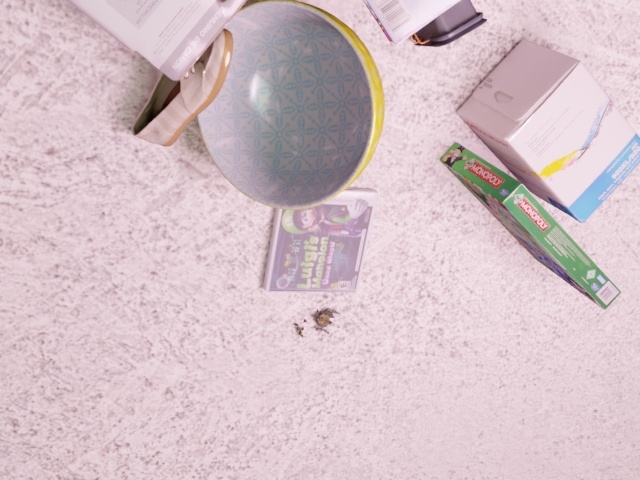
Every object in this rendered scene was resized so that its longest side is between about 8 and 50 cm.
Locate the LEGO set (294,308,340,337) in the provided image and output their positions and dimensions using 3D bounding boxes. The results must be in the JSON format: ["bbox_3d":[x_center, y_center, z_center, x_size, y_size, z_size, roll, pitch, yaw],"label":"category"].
[{"bbox_3d":[-0.005,0.141,1.435,0.083,0.023,0.054,-6,114,-3],"label":"LEGO set"}]

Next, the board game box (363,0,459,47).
[{"bbox_3d":[0.134,-0.459,0.979,0.318,0.066,0.319,-33,116,10],"label":"board game box"}]

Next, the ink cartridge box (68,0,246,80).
[{"bbox_3d":[-0.202,-0.411,1.037,0.272,0.130,0.309,39,97,-30],"label":"ink cartridge box"}]

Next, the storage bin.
[{"bbox_3d":[0.170,-0.349,1.212,0.098,0.135,0.091,-31,109,-4],"label":"storage bin"}]

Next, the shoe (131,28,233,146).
[{"bbox_3d":[-0.193,-0.210,1.125,0.058,0.077,0.219,9,138,-39],"label":"shoe"}]

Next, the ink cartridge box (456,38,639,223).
[{"bbox_3d":[0.382,-0.182,1.338,0.168,0.171,0.232,-48,121,5],"label":"ink cartridge box"}]

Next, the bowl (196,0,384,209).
[{"bbox_3d":[-0.021,-0.201,1.170,0.156,0.289,0.290,-28,133,-58],"label":"bowl"}]

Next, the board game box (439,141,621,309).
[{"bbox_3d":[0.356,-0.025,1.377,0.046,0.213,0.317,-47,121,5],"label":"board game box"}]

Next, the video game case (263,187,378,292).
[{"bbox_3d":[0.000,0.000,1.367,0.173,0.022,0.190,2,113,-21],"label":"video game case"}]
